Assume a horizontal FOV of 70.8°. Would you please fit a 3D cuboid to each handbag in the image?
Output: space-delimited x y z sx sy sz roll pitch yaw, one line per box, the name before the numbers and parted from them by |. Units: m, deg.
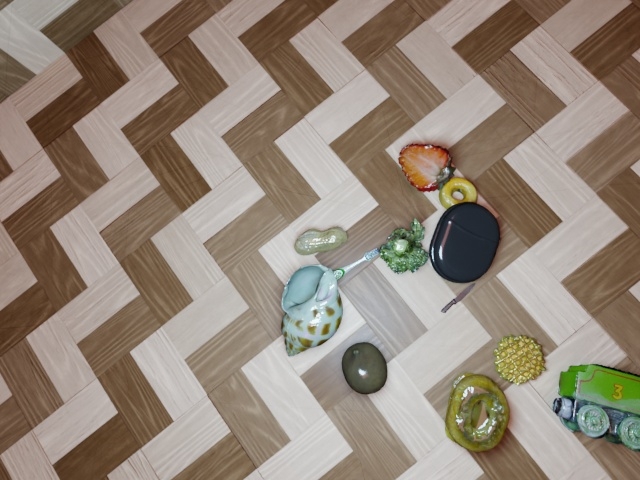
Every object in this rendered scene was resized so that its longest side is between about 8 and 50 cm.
handbag | 0.542 0.010 1.680 0.253 0.093 0.308 21 88 -7

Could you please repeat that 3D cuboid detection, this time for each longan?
longan | 0.160 0.466 1.637 0.189 0.189 0.190 -1 80 6

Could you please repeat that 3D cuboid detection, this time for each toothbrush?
toothbrush | 0.050 0.144 1.776 0.417 0.040 0.042 -31 85 5

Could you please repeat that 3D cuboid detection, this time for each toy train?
toy train | 0.968 0.554 1.530 0.306 0.173 0.249 13 75 9

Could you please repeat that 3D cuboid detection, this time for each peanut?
peanut | 0.000 0.000 1.776 0.214 0.090 0.099 -9 69 2

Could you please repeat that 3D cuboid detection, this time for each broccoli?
broccoli | 0.326 0.012 1.645 0.177 0.275 0.198 43 77 13

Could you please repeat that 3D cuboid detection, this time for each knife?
knife | 0.527 0.220 1.716 0.170 0.010 0.023 -41 78 -3

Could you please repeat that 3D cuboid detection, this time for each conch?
conch | -0.046 0.272 1.678 0.249 0.197 0.368 36 87 15

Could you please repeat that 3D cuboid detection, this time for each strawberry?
strawberry | 0.419 -0.286 1.779 0.190 0.111 0.236 -51 55 7

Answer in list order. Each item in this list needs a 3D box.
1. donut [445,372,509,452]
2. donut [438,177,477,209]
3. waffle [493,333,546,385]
donut | 0.555 0.607 1.586 0.208 0.128 0.262 9 83 8
donut | 0.542 -0.179 1.762 0.151 0.058 0.152 -2 79 9
waffle | 0.722 0.431 1.642 0.190 0.038 0.191 -1 80 6
